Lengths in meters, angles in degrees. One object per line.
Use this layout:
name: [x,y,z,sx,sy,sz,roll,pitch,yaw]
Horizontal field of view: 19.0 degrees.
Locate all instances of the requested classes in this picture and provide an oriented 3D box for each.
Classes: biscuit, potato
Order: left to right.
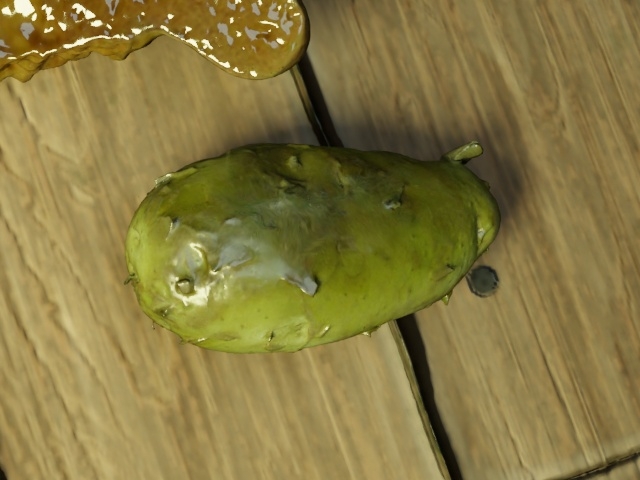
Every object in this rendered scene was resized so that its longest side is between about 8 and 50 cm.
biscuit: [-0.159,-0.156,1.015,0.320,0.047,0.183,10,99,2]
potato: [0.000,0.000,1.040,0.225,0.090,0.117,-11,74,-26]
